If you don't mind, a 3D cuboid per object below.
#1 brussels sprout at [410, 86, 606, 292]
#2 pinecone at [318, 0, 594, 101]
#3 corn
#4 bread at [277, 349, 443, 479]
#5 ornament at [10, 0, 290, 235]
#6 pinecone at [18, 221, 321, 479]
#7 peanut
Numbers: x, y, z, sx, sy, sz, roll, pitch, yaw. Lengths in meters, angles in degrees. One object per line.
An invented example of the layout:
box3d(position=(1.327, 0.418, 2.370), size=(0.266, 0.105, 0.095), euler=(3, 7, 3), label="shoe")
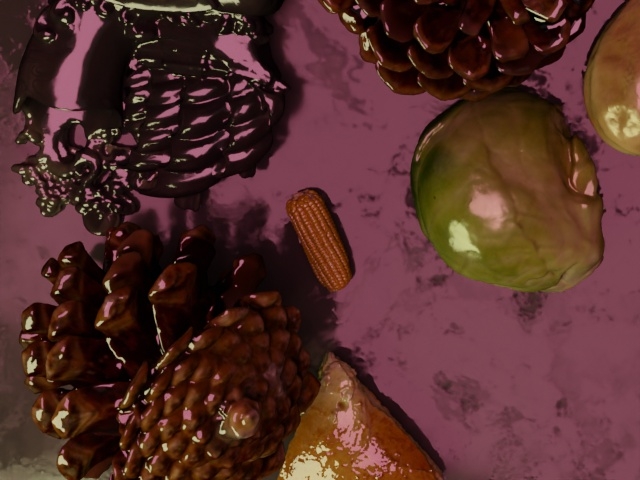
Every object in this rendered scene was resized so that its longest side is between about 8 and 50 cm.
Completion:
box3d(position=(0.152, -0.034, 1.620), size=(0.145, 0.131, 0.183), euler=(-23, 96, -12), label="brussels sprout")
box3d(position=(0.120, -0.225, 1.523), size=(0.246, 0.292, 0.246), euler=(-3, 104, -11), label="pinecone")
box3d(position=(0.000, 0.000, 1.686), size=(0.037, 0.037, 0.092), euler=(-22, 96, 9), label="corn")
box3d(position=(0.010, 0.192, 1.701), size=(0.136, 0.054, 0.154), euler=(-39, 88, 13), label="bread")
box3d(position=(-0.149, -0.122, 1.666), size=(0.251, 0.106, 0.260), euler=(7, 103, 9), label="ornament")
box3d(position=(-0.133, 0.097, 1.618), size=(0.264, 0.264, 0.264), euler=(1, 97, 7), label="pinecone")
box3d(position=(0.345, -0.194, 1.574), size=(0.147, 0.147, 0.319), euler=(40, 95, 1), label="peanut")
